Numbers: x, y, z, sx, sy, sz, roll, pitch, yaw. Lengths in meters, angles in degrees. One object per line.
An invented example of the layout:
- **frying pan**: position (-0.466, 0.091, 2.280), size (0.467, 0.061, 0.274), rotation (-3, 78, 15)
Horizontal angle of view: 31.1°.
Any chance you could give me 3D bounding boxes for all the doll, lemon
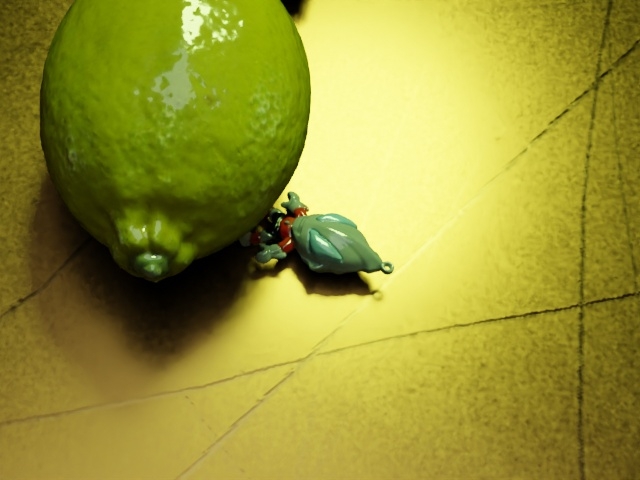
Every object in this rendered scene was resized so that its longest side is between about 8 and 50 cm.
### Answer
- **doll**: position (0.000, -0.001, 0.823), size (0.114, 0.039, 0.057), rotation (17, 30, 13)
- **lemon**: position (-0.097, -0.085, 0.772), size (0.184, 0.184, 0.248), rotation (7, 69, -4)
